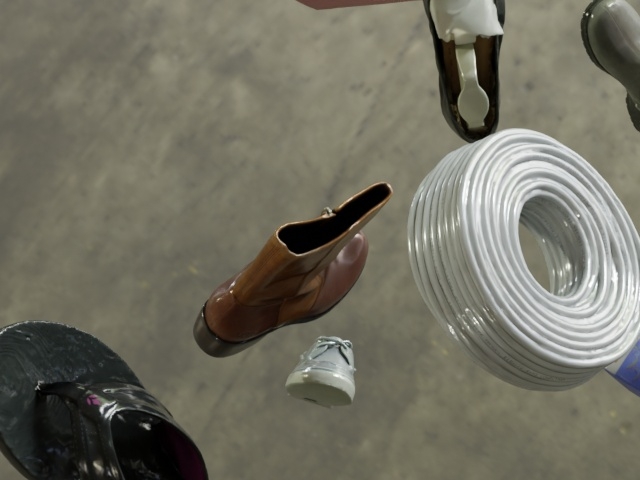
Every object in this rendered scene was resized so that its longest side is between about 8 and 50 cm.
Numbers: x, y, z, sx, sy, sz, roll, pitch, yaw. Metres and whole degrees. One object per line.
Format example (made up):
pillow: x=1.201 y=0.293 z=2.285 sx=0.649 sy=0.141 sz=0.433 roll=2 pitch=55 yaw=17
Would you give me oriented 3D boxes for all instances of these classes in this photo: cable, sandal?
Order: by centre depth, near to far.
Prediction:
cable: x=0.203 y=0.019 z=1.440 sx=0.257 sy=0.257 sz=0.089 roll=-27 pitch=-1 yaw=-44
sandal: x=-0.178 y=0.246 z=1.563 sx=0.107 sy=0.446 sz=0.167 roll=-20 pitch=26 yaw=45

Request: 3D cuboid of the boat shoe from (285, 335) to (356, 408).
boat shoe: x=0.003 y=0.153 z=1.795 sx=0.227 sy=0.079 sz=0.081 roll=123 pitch=163 yaw=-79

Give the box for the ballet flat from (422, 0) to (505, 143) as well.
ballet flat: x=0.174 y=-0.232 z=1.737 sx=0.095 sy=0.280 sz=0.096 roll=-10 pitch=35 yaw=5

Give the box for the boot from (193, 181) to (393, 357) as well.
boot: x=0.000 y=0.000 z=1.634 sx=0.096 sy=0.264 sz=0.280 roll=58 pitch=145 yaw=13

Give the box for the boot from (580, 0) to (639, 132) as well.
boot: x=0.436 y=-0.203 z=1.874 sx=0.083 sy=0.246 sz=0.161 roll=-46 pitch=35 yaw=-8

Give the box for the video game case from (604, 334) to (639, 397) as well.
video game case: x=0.448 y=0.091 z=1.578 sx=0.244 sy=0.061 sz=0.269 roll=-54 pitch=25 yaw=-1

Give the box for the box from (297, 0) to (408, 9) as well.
box: x=0.085 y=-0.335 z=1.597 sx=0.232 sy=0.127 sz=0.149 roll=-3 pitch=91 yaw=15
